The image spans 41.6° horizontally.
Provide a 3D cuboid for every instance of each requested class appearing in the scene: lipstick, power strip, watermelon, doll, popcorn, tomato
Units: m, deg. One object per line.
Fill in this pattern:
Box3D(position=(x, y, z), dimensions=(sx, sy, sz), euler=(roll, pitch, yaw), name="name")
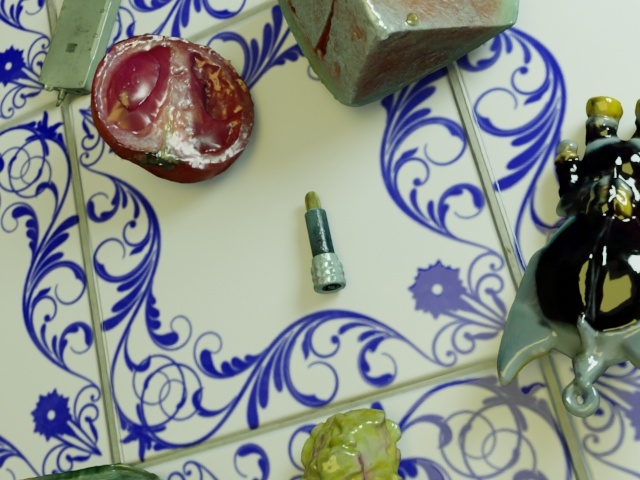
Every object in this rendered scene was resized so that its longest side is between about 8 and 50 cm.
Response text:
Box3D(position=(0.000, 0.000, 0.928), dimensions=(0.037, 0.037, 0.116), euler=(-20, 64, 17), name="lipstick")
Box3D(position=(-0.318, -0.284, 1.132), dimensions=(0.080, 0.029, 0.226), euler=(11, 81, 22), name="power strip")
Box3D(position=(0.071, -0.284, 0.877), dimensions=(0.262, 0.201, 0.213), euler=(-25, 78, 11), name="watermelon")
Box3D(position=(0.260, 0.008, 0.779), dimensions=(0.146, 0.103, 0.316), euler=(12, 73, 9), name="doll")
Box3D(position=(0.029, 0.215, 0.835), dimensions=(0.109, 0.089, 0.097), euler=(-57, 21, -19), name="popcorn")
Box3D(position=(-0.180, -0.150, 1.009), dimensions=(0.189, 0.099, 0.173), euler=(17, 64, -13), name="tomato")

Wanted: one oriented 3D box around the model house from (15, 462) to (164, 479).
Box3D(position=(-0.268, 0.393, 0.832), dimensions=(0.190, 0.271, 0.300), euler=(16, 99, 40), name="model house")
